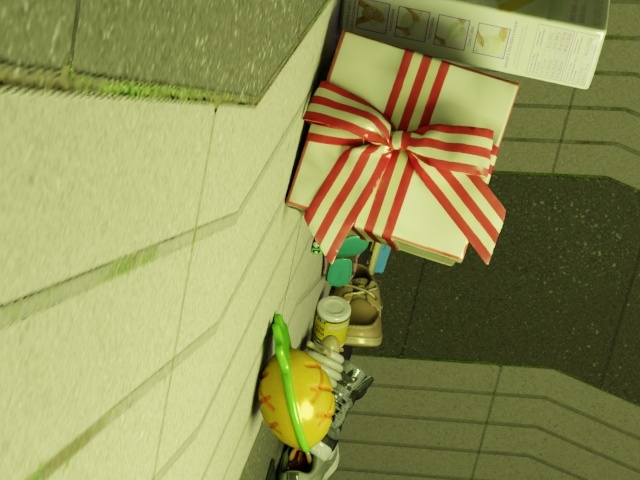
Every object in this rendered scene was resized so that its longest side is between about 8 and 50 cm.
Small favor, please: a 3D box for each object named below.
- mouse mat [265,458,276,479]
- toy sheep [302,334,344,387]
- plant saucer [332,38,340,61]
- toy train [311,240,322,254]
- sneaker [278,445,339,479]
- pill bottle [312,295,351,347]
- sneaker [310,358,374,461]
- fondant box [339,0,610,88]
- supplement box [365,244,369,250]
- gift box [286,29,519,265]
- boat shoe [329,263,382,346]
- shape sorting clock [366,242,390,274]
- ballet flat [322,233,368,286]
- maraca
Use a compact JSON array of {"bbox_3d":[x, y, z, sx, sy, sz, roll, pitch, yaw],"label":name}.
[{"bbox_3d":[-0.099,0.470,2.017,0.190,0.007,0.153,93,11,-66],"label":"mouse mat"},{"bbox_3d":[-0.004,0.224,2.007,0.132,0.091,0.091,-62,173,-7],"label":"toy sheep"},{"bbox_3d":[0.025,-0.229,1.552,0.083,0.013,0.083,13,90,-85],"label":"plant saucer"},{"bbox_3d":[0.000,0.000,1.837,0.083,0.017,0.024,-63,155,-68],"label":"toy train"},{"bbox_3d":[-0.022,0.406,2.186,0.271,0.100,0.108,-72,160,-65],"label":"sneaker"},{"bbox_3d":[0.019,0.165,2.173,0.065,0.065,0.116,-71,171,-49],"label":"pill bottle"},{"bbox_3d":[0.018,0.289,2.074,0.153,0.101,0.268,-55,-177,7],"label":"sneaker"},{"bbox_3d":[0.212,-0.337,1.529,0.096,0.330,0.238,95,10,-46],"label":"fondant box"},{"bbox_3d":[0.085,-0.101,2.169,0.239,0.073,0.130,-70,172,-55],"label":"supplement box"},{"bbox_3d":[0.107,-0.086,1.454,0.258,0.255,0.276,52,52,-83],"label":"gift box"},{"bbox_3d":[0.066,0.129,2.366,0.341,0.121,0.110,-98,-165,-77],"label":"boat shoe"},{"bbox_3d":[0.123,-0.035,2.118,0.206,0.040,0.206,18,90,-86],"label":"shape sorting clock"},{"bbox_3d":[0.039,0.006,2.027,0.221,0.076,0.079,103,-16,-64],"label":"ballet flat"},{"bbox_3d":[-0.036,0.189,1.532,0.127,0.099,0.186,-98,174,-77],"label":"maraca"}]
